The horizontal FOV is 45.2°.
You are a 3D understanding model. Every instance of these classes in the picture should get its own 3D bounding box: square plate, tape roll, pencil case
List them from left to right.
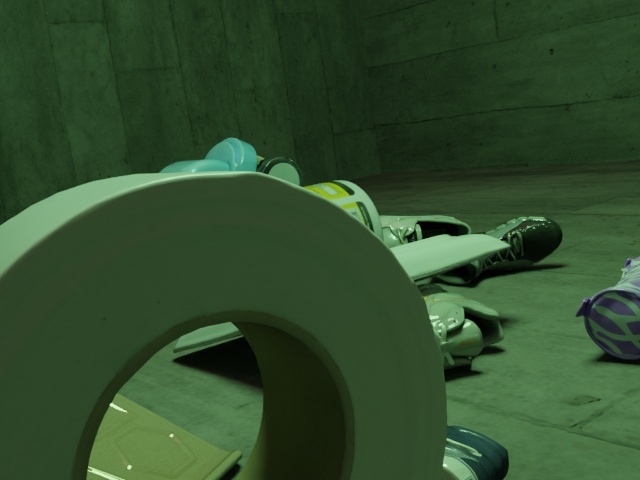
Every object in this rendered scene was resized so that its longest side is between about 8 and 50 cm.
[{"bbox_3d":[-0.070,0.105,0.408,0.286,0.286,0.100,-14,11,-32],"label":"tape roll"},{"bbox_3d":[0.018,0.064,1.026,0.344,0.049,0.347,-13,-7,-38],"label":"square plate"},{"bbox_3d":[0.367,0.067,0.879,0.088,0.086,0.206,35,27,23],"label":"pencil case"}]

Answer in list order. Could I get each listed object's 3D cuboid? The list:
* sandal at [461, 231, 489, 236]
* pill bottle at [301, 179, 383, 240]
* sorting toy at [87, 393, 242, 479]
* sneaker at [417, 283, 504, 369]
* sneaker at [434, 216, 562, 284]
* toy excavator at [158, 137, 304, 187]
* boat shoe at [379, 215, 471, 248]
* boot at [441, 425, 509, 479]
[{"bbox_3d":[0.255,0.019,1.388,0.255,0.054,0.097,-7,9,9],"label":"sandal"},{"bbox_3d":[-0.074,0.014,1.284,0.334,0.187,0.188,-14,11,-36],"label":"pill bottle"},{"bbox_3d":[-0.194,0.182,0.637,0.208,0.038,0.193,20,13,14],"label":"sorting toy"},{"bbox_3d":[0.107,0.108,0.849,0.121,0.099,0.262,6,17,42],"label":"sneaker"},{"bbox_3d":[0.281,0.029,1.263,0.229,0.086,0.132,-15,10,22],"label":"sneaker"},{"bbox_3d":[-0.314,-0.037,1.598,0.445,0.432,0.222,19,-6,-31],"label":"toy excavator"},{"bbox_3d":[0.170,-0.003,1.509,0.268,0.096,0.088,-3,2,-21],"label":"boat shoe"},{"bbox_3d":[0.048,0.173,0.606,0.190,0.069,0.086,8,9,33],"label":"boot"}]
